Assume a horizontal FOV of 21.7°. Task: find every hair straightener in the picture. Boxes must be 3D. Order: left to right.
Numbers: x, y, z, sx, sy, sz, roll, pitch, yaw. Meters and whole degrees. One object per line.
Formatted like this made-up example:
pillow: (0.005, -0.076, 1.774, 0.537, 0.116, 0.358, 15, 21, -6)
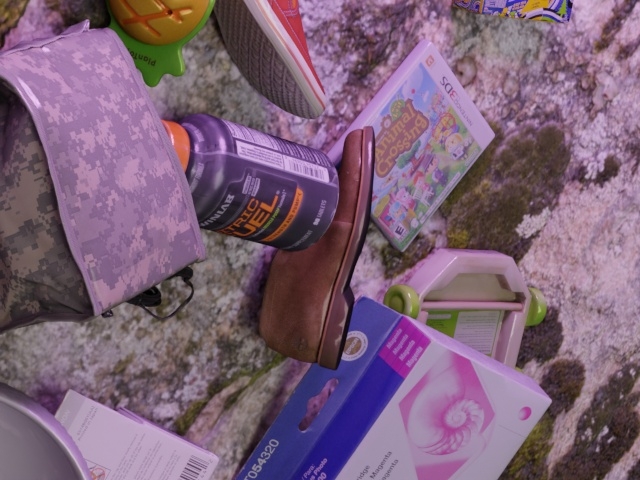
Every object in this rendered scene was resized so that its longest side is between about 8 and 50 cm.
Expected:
hair straightener: (-0.237, 0.047, 1.943, 0.230, 0.047, 0.089, 14, 97, -46)

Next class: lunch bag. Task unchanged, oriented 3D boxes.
lunch bag: (-0.269, -0.073, 1.736, 0.235, 0.168, 0.287, -31, 110, -60)

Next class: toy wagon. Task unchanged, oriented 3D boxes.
toy wagon: (0.177, 0.182, 2.308, 0.267, 0.068, 0.344, 3, 105, -39)

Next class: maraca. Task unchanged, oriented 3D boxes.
maraca: (-0.180, -0.262, 1.829, 0.099, 0.127, 0.186, -36, 146, -70)

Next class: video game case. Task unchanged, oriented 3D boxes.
video game case: (0.121, -0.122, 2.179, 0.212, 0.023, 0.193, -51, 130, -13)

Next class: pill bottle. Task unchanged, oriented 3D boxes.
pill bottle: (-0.107, -0.072, 1.942, 0.245, 0.130, 0.130, 15, 96, -41)

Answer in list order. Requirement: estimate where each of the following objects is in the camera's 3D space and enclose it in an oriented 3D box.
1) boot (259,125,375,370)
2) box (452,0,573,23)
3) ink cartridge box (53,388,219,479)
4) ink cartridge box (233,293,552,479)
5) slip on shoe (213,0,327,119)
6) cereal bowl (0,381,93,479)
boot: (0.000, 0.000, 2.064, 0.112, 0.115, 0.305, 8, 95, -82)
box: (0.256, -0.321, 2.193, 0.169, 0.059, 0.054, 0, 107, -39)
ink cartridge box: (-0.290, 0.338, 1.983, 0.261, 0.066, 0.296, 33, 83, -41)
ink cartridge box: (0.097, 0.272, 2.198, 0.330, 0.071, 0.324, 27, 102, -34)
slip on shoe: (-0.066, -0.280, 1.914, 0.101, 0.123, 0.331, -42, 123, -24)
cereal bowl: (-0.404, 0.292, 1.782, 0.338, 0.141, 0.339, -1, 102, -6)
